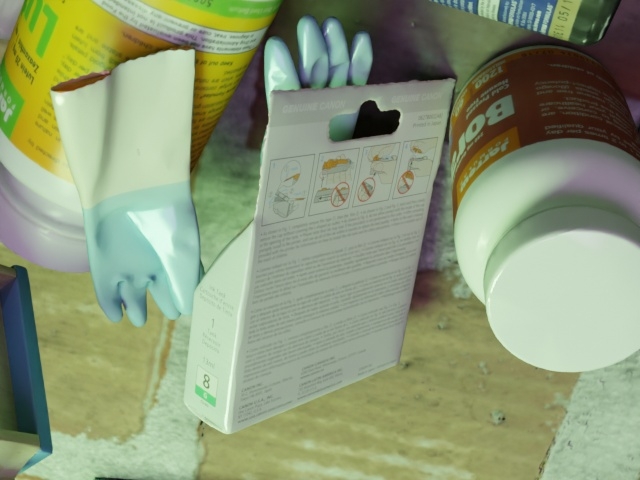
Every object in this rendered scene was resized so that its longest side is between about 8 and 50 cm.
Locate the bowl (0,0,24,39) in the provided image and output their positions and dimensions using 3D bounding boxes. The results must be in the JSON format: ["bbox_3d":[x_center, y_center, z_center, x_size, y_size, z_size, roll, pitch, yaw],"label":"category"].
[{"bbox_3d":[-0.226,-0.202,0.613,0.142,0.053,0.142,28,120,-12],"label":"bowl"}]

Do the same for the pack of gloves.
[{"bbox_3d":[-0.050,-0.026,0.612,0.195,0.046,0.232,-21,145,-19],"label":"pack of gloves"}]

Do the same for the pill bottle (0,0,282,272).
[{"bbox_3d":[-0.128,-0.101,0.616,0.136,0.136,0.246,27,121,-11],"label":"pill bottle"}]

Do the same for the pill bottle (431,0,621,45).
[{"bbox_3d":[0.066,-0.193,0.534,0.219,0.123,0.123,19,123,10],"label":"pill bottle"}]

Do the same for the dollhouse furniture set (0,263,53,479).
[{"bbox_3d":[-0.350,0.039,0.585,0.198,0.303,0.286,-32,150,23],"label":"dollhouse furniture set"}]

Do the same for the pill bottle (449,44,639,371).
[{"bbox_3d":[0.139,-0.025,0.587,0.121,0.216,0.121,3,122,4],"label":"pill bottle"}]

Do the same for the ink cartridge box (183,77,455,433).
[{"bbox_3d":[0.000,0.000,0.657,0.056,0.181,0.225,23,115,38],"label":"ink cartridge box"}]

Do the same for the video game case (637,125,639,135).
[{"bbox_3d":[0.299,-0.024,0.685,0.196,0.026,0.274,24,123,-9],"label":"video game case"}]

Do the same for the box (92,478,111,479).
[{"bbox_3d":[-0.094,0.282,0.900,0.244,0.060,0.101,3,123,4],"label":"box"}]
